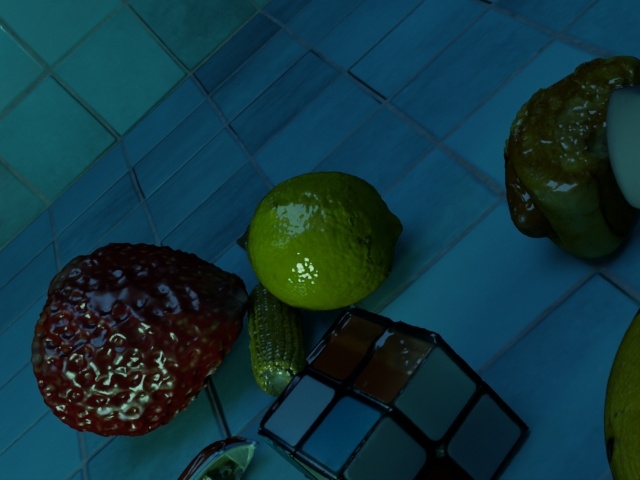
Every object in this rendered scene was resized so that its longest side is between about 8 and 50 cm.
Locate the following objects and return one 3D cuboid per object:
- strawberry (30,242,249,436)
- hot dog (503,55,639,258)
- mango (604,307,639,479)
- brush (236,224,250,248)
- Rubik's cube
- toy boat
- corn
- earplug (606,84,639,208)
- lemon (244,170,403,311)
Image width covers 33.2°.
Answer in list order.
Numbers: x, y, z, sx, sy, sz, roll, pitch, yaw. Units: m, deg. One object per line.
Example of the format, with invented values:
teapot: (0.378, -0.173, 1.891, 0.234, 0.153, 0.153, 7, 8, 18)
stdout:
strawberry: (-0.275, 0.126, 1.566, 0.310, 0.291, 0.292, -57, 14, 38)
hot dog: (0.301, -0.099, 1.264, 0.153, 0.150, 0.257, 0, 49, 41)
mango: (0.324, 0.149, 0.891, 0.177, 0.120, 0.295, -35, 25, 34)
brush: (-0.091, 0.016, 1.759, 0.043, 0.036, 0.248, -43, 19, -8)
Rubik's cube: (0.071, 0.196, 1.115, 0.180, 0.167, 0.183, -53, 27, -15)
toy boat: (-0.141, 0.315, 1.350, 0.058, 0.069, 0.173, 30, 76, 42)
corn: (-0.062, 0.131, 1.495, 0.080, 0.080, 0.238, -35, 29, 16)
earplug: (0.441, -0.151, 1.131, 0.325, 0.175, 0.214, -39, 25, -12)
lemon: (0.000, 0.000, 1.471, 0.231, 0.192, 0.192, -7, 39, 19)
